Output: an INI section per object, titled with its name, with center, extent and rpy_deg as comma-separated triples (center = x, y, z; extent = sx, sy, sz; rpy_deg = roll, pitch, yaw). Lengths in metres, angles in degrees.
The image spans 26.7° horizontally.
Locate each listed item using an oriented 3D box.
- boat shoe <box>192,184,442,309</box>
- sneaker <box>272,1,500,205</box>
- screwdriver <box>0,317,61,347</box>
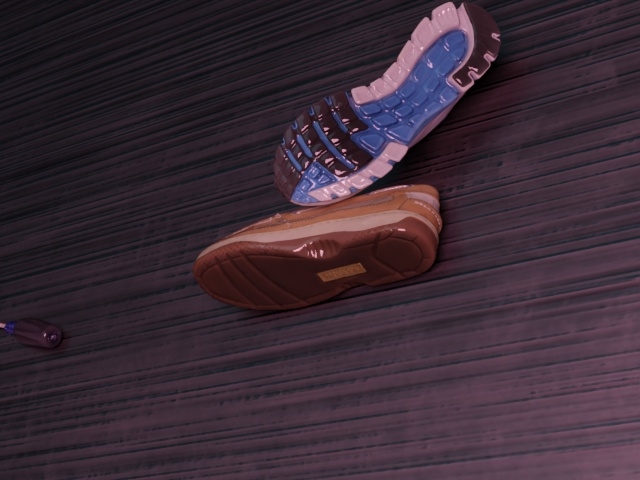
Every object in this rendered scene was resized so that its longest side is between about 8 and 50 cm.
[boat shoe]
center = 0.000, 0.000, 0.957
extent = 0.190, 0.068, 0.072
rpy_deg = -8, 43, 25
[sneaker]
center = 0.049, -0.085, 0.956
extent = 0.191, 0.083, 0.071
rpy_deg = -38, 80, -8
[screwdriver]
center = -0.278, 0.075, 1.165
extent = 0.170, 0.024, 0.025
rpy_deg = 2, 34, 43
